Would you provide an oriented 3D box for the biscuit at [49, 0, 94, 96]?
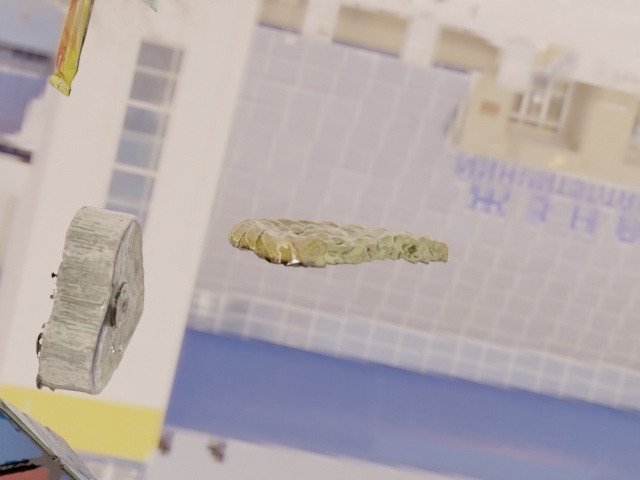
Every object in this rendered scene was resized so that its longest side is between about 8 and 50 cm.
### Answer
[{"bbox_3d":[-0.287,-0.317,1.984,0.026,0.291,0.048,1,-153,-34],"label":"biscuit"}]

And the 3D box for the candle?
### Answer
[{"bbox_3d":[-0.230,0.064,1.658,0.068,0.192,0.168,13,178,7],"label":"candle"}]

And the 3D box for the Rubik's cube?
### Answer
[{"bbox_3d":[-0.306,0.228,1.721,0.284,0.234,0.250,-8,-141,6],"label":"Rubik's cube"}]

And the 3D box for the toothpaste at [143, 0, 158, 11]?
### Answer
[{"bbox_3d":[-0.182,-0.234,0.993,0.048,0.074,0.297,-7,159,30],"label":"toothpaste"}]

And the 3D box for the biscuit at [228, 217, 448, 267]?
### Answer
[{"bbox_3d":[0.000,0.000,1.777,0.187,0.036,0.274,9,-174,34],"label":"biscuit"}]
